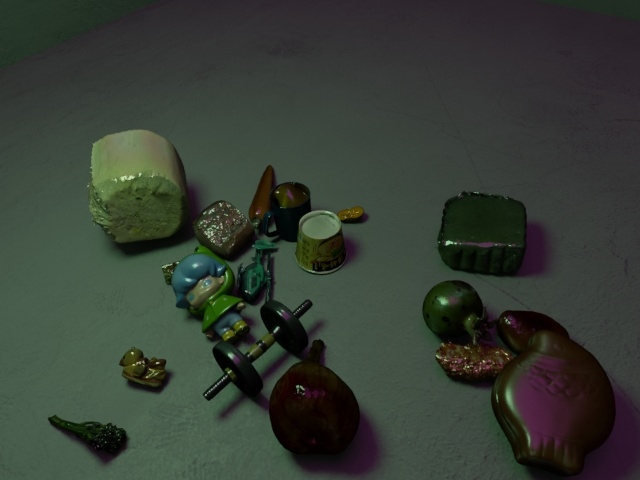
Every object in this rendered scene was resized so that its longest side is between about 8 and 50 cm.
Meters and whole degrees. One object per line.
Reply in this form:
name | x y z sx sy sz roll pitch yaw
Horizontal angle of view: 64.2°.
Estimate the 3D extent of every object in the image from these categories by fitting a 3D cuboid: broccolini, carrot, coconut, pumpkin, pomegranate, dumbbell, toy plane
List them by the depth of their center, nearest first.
broccolini | -0.511 0.398 1.098 0.201 0.074 0.058 16 66 22
dumbbell | -0.135 0.242 1.157 0.143 0.143 0.325 32 56 31
pomegranate | 0.323 0.163 1.183 0.169 0.149 0.148 12 44 46
toy plane | -0.174 0.085 1.375 0.096 0.060 0.235 2 49 -3
coconut | -0.533 -0.163 1.484 0.297 0.298 0.310 -16 47 -10
pumpkin | 0.091 -0.074 1.525 0.083 0.028 0.050 -4 47 13
carrot | -0.174 -0.147 1.601 0.069 0.069 0.336 0 41 5

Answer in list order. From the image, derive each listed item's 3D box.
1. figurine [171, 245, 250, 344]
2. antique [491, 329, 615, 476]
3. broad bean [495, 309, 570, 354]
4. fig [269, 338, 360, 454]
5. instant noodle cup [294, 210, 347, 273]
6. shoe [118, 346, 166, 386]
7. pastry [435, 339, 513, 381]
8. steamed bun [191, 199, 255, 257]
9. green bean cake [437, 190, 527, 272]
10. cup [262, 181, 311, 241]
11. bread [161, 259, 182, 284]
figurine | -0.275 0.140 1.278 0.162 0.143 0.263 -43 69 11
antique | 0.458 0.322 1.020 0.223 0.129 0.278 10 57 8
broad bean | 0.487 0.218 1.165 0.165 0.084 0.114 12 74 11
fig | -0.018 0.334 1.088 0.190 0.191 0.290 -10 6 -5
instant noodle cup | 0.000 0.000 1.396 0.151 0.122 0.152 -1 47 1
shoe | -0.407 0.294 1.186 0.109 0.072 0.069 20 89 28
pastry | 0.342 0.277 1.142 0.169 0.063 0.087 2 37 14
steamed bun | -0.286 -0.036 1.468 0.175 0.106 0.144 33 56 28
green bean cake | 0.435 -0.025 1.382 0.226 0.125 0.223 8 49 15
cup | -0.098 -0.077 1.468 0.149 0.138 0.114 -8 45 -3
bread | -0.377 0.082 1.396 0.110 0.060 0.066 -15 17 -11
